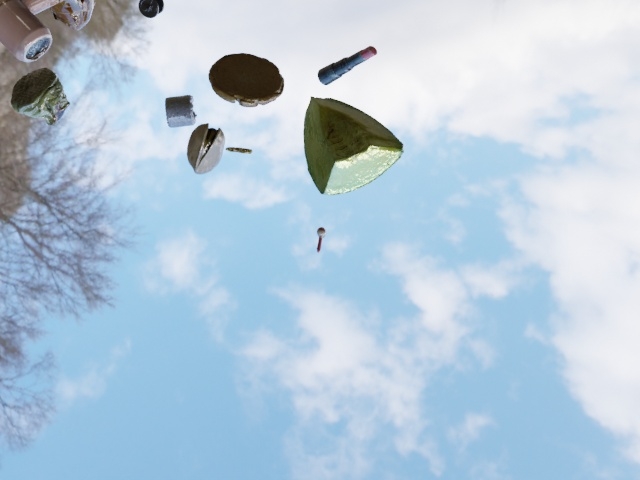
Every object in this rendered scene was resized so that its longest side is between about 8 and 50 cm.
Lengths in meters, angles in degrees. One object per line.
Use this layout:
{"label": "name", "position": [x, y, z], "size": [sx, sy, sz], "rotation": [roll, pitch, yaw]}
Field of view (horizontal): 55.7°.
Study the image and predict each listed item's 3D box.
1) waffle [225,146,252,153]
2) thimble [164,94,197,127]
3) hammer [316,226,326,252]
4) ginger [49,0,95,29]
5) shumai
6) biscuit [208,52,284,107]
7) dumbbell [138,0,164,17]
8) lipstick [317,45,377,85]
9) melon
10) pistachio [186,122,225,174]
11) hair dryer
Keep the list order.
{"label": "waffle", "position": [-0.254, -0.282, 1.890], "size": [0.085, 0.016, 0.078], "rotation": [6, -170, -6]}
{"label": "thimble", "position": [-0.576, -0.534, 2.501], "size": [0.118, 0.127, 0.151], "rotation": [-7, -159, -6]}
{"label": "hammer", "position": [0.000, 0.000, 1.943], "size": [0.031, 0.052, 0.083], "rotation": [7, -104, 8]}
{"label": "ginger", "position": [-0.868, -0.935, 2.041], "size": [0.176, 0.418, 0.254], "rotation": [18, -128, 35]}
{"label": "shumai", "position": [-0.915, -0.473, 2.017], "size": [0.184, 0.142, 0.184], "rotation": [-6, -122, 10]}
{"label": "biscuit", "position": [-0.208, -0.454, 1.715], "size": [0.226, 0.042, 0.225], "rotation": [8, -129, -11]}
{"label": "dumbbell", "position": [-0.558, -0.776, 1.999], "size": [0.069, 0.069, 0.147], "rotation": [5, -147, 5]}
{"label": "lipstick", "position": [0.079, -0.507, 1.752], "size": [0.053, 0.053, 0.234], "rotation": [-33, -165, -32]}
{"label": "melon", "position": [0.075, -0.360, 2.119], "size": [0.331, 0.226, 0.343], "rotation": [-33, -133, 13]}
{"label": "pistachio", "position": [-0.442, -0.352, 2.326], "size": [0.138, 0.237, 0.153], "rotation": [15, -137, -15]}
{"label": "hair dryer", "position": [-0.669, -0.596, 1.498], "size": [0.189, 0.107, 0.344], "rotation": [45, -123, -5]}
